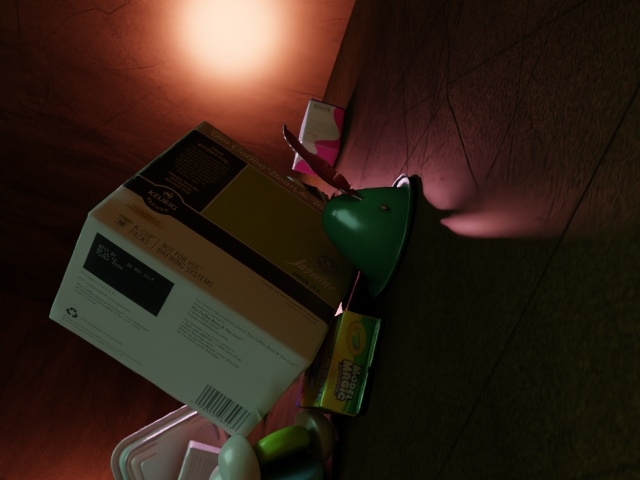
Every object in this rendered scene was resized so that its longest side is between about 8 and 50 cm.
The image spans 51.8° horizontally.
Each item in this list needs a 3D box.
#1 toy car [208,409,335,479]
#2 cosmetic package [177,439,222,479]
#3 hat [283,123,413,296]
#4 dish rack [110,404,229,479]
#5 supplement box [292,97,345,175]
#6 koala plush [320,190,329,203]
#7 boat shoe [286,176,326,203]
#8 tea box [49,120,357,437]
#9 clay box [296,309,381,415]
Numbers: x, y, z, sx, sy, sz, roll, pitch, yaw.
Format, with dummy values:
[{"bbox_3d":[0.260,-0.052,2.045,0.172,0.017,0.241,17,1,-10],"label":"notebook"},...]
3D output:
[{"bbox_3d":[-0.052,0.324,0.879,0.136,0.159,0.182,57,142,32],"label":"toy car"},{"bbox_3d":[-0.213,0.528,1.404,0.151,0.184,0.151,132,154,-75],"label":"cosmetic package"},{"bbox_3d":[0.012,-0.035,0.906,0.208,0.184,0.173,-95,21,-71],"label":"hat"},{"bbox_3d":[-0.304,0.564,1.515,0.072,0.286,0.332,-1,107,51],"label":"dish rack"},{"bbox_3d":[-0.003,-0.296,1.911,0.220,0.111,0.114,-81,10,-48],"label":"supplement box"},{"bbox_3d":[-0.085,-0.007,1.682,0.196,0.203,0.221,-91,7,-69],"label":"koala plush"},{"bbox_3d":[-0.002,0.003,1.254,0.113,0.105,0.306,-58,39,29],"label":"boat shoe"},{"bbox_3d":[-0.145,0.046,0.972,0.220,0.329,0.323,-54,2,37],"label":"tea box"},{"bbox_3d":[0.021,0.171,0.903,0.222,0.053,0.127,126,160,-72],"label":"clay box"}]
